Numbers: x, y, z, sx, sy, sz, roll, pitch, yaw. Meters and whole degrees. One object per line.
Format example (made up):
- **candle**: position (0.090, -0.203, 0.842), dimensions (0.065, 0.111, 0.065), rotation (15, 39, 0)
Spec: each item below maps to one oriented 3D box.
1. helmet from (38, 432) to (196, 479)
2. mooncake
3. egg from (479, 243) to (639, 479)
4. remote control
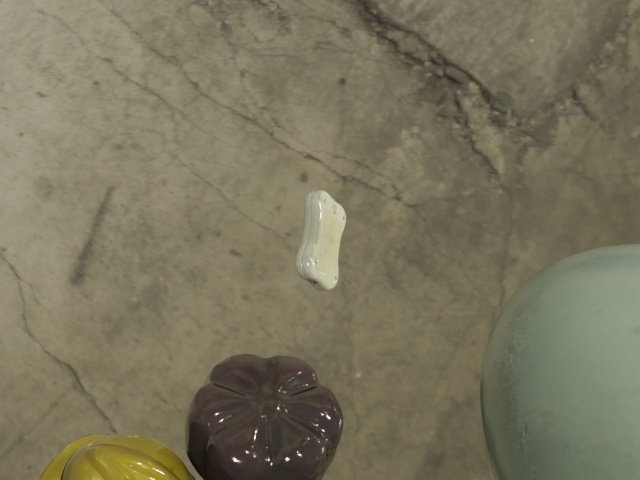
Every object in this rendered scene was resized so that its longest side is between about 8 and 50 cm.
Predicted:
- **helmet**: position (-0.278, 0.347, 1.334), dimensions (0.257, 0.140, 0.205), rotation (30, 50, 11)
- **mooncake**: position (-0.087, 0.278, 1.414), dimensions (0.245, 0.245, 0.133), rotation (-15, 137, -25)
- **egg**: position (0.171, 0.104, 0.359), dimensions (0.183, 0.264, 0.183), rotation (-30, 146, -23)
- **remote control**: position (0.000, 0.000, 1.189), dimensions (0.074, 0.032, 0.122), rotation (42, 48, -48)
